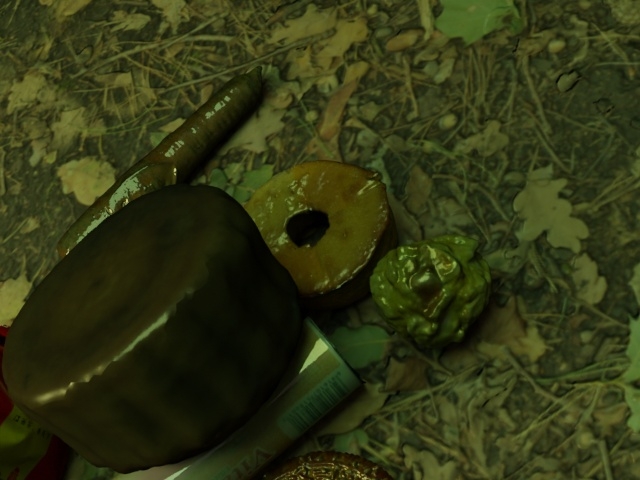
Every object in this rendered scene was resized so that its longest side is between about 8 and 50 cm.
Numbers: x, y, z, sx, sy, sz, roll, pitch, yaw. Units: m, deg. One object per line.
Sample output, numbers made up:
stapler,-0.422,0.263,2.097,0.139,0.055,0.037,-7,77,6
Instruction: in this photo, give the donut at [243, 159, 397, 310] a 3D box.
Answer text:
donut,0.001,-0.001,1.298,0.190,0.074,0.174,4,64,32

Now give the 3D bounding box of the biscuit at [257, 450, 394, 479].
biscuit,0.024,0.272,1.148,0.126,0.025,0.206,-45,53,-6

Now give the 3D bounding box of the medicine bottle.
medicine bottle,-0.145,0.247,1.199,0.426,0.108,0.108,-39,53,-4

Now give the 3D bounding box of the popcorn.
popcorn,0.112,0.052,1.192,0.121,0.116,0.106,5,64,-20

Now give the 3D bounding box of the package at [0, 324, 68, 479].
package,-0.396,0.281,1.233,0.123,0.196,0.423,13,66,32

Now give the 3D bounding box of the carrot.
carrot,-0.184,-0.091,1.444,0.342,0.070,0.070,-46,53,-8

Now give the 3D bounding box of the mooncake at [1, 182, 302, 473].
mooncake,-0.162,0.086,1.172,0.290,0.161,0.290,-27,31,18
